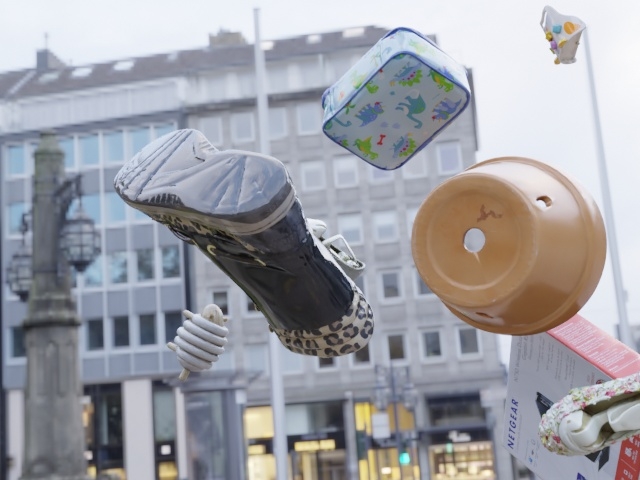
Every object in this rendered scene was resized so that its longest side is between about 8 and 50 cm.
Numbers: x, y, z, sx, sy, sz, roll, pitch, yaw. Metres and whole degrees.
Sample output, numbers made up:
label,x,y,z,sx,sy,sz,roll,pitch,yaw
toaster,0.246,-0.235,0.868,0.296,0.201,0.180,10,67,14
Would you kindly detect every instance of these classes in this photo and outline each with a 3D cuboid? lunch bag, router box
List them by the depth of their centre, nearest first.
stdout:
label,x,y,z,sx,sy,sz,roll,pitch,yaw
lunch bag,0.120,-0.218,1.589,0.176,0.090,0.219,28,-51,-26
router box,0.454,0.307,1.721,0.082,0.335,0.301,-23,39,-27

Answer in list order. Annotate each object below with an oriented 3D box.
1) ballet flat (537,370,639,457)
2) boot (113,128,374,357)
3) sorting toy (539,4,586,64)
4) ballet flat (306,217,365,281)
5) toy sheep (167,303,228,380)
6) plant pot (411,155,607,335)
label,x,y,z,sx,sy,sz,roll,pitch,yaw
ballet flat,0.372,0.227,1.295,0.241,0.091,0.077,-37,1,35
boot,-0.102,0.003,1.328,0.377,0.138,0.284,14,-33,50
sorting toy,0.351,-0.309,1.488,0.045,0.075,0.083,-25,-26,-9
ballet flat,0.000,0.000,1.852,0.068,0.072,0.213,-41,-65,15
toy sheep,-0.195,0.164,1.608,0.091,0.132,0.091,23,1,0
plant pot,0.268,0.005,1.537,0.291,0.291,0.203,-11,-8,29
